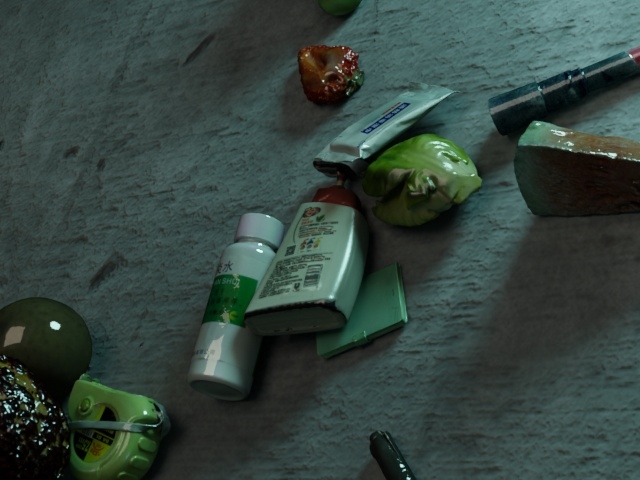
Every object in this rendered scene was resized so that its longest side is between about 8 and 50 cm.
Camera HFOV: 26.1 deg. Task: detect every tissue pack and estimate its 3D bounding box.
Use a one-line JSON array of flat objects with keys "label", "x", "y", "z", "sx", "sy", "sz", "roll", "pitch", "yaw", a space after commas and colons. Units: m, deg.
[{"label": "tissue pack", "x": 0.090, "y": -0.163, "z": 1.924, "sx": 0.193, "sy": 0.026, "sz": 0.122, "roll": -37, "pitch": 20, "yaw": -17}]

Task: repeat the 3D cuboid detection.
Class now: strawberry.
[{"label": "strawberry", "x": 0.007, "y": -0.260, "z": 2.098, "sx": 0.104, "sy": 0.048, "sz": 0.152, "roll": -47, "pitch": 47, "yaw": 0}]

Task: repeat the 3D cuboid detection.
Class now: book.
[{"label": "book", "x": 0.053, "y": 0.097, "z": 1.846, "sx": 0.135, "sy": 0.017, "sz": 0.103, "roll": -26, "pitch": 47, "yaw": 24}]

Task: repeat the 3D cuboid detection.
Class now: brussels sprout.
[{"label": "brussels sprout", "x": 0.132, "y": -0.088, "z": 1.852, "sx": 0.139, "sy": 0.100, "sz": 0.181, "roll": -50, "pitch": 23, "yaw": -22}]

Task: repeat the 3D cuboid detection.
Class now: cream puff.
[{"label": "cream puff", "x": -0.450, "y": 0.258, "z": 1.930, "sx": 0.165, "sy": 0.239, "sz": 0.239, "roll": -39, "pitch": 41, "yaw": -18}]

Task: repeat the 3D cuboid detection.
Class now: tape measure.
[{"label": "tape measure", "x": -0.293, "y": 0.280, "z": 1.959, "sx": 0.177, "sy": 0.087, "sz": 0.154, "roll": 6, "pitch": 70, "yaw": 43}]

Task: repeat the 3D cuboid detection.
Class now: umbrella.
[{"label": "umbrella", "x": 0.093, "y": 0.285, "z": 1.680, "sx": 0.036, "sy": 0.031, "sz": 0.133, "roll": -40, "pitch": 44, "yaw": 10}]

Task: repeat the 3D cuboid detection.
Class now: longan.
[{"label": "longan", "x": -0.439, "y": 0.171, "z": 2.092, "sx": 0.187, "sy": 0.167, "sz": 0.167, "roll": -38, "pitch": 44, "yaw": -2}]

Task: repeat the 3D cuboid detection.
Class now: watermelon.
[{"label": "watermelon", "x": 0.357, "y": -0.089, "z": 1.651, "sx": 0.241, "sy": 0.154, "sz": 0.094, "roll": 10, "pitch": 69, "yaw": 29}]

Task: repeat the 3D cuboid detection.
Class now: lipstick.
[{"label": "lipstick", "x": 0.333, "y": -0.202, "z": 1.790, "sx": 0.234, "sy": 0.053, "sz": 0.053, "roll": -21, "pitch": 51, "yaw": 25}]

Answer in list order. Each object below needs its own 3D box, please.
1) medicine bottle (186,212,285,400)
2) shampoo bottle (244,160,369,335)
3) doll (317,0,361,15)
[{"label": "medicine bottle", "x": -0.112, "y": 0.090, "z": 1.932, "sx": 0.095, "sy": 0.095, "sz": 0.260, "roll": -4, "pitch": 59, "yaw": 38}, {"label": "shampoo bottle", "x": 0.000, "y": 0.000, "z": 1.908, "sx": 0.153, "sy": 0.071, "sz": 0.284, "roll": -8, "pitch": 46, "yaw": 31}, {"label": "doll", "x": 0.043, "y": -0.526, "z": 2.140, "sx": 0.322, "sy": 0.198, "sz": 0.186, "roll": -53, "pitch": 30, "yaw": 11}]
